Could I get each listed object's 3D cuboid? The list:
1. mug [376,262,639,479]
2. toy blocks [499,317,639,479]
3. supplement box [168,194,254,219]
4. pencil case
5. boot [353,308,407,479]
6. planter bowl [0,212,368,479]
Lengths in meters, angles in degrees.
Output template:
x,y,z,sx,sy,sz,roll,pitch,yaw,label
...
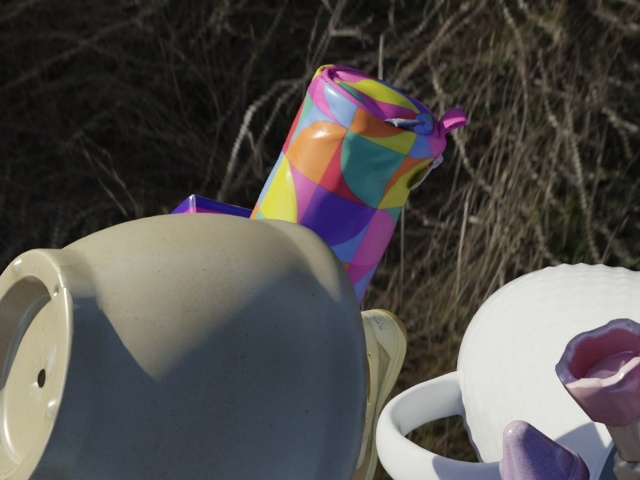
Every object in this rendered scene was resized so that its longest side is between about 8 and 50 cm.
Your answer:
x,y,z,sx,sy,sz,roll,pitch,yaw,label
0.234,0.169,1.280,0.374,0.328,0.276,-9,110,-20,mug
0.274,0.073,0.814,0.309,0.288,0.260,-50,119,-41,toy blocks
-0.077,0.093,1.090,0.113,0.111,0.220,14,59,-31,supplement box
0.000,0.000,0.913,0.104,0.104,0.236,32,109,11,pencil case
-0.016,0.198,1.476,0.095,0.203,0.262,26,103,35,boot
-0.073,0.060,0.537,0.109,0.162,0.162,15,68,-33,planter bowl
